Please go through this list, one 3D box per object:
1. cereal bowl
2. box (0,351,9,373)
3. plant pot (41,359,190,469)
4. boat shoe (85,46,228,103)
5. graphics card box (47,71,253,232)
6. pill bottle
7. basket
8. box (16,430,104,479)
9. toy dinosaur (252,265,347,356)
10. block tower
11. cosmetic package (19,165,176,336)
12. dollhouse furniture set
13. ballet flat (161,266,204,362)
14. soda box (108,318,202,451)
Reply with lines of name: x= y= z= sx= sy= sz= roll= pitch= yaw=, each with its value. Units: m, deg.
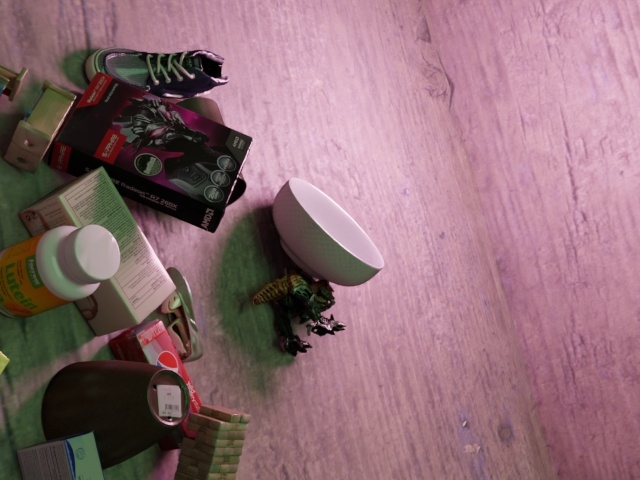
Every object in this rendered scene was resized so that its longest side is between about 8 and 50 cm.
cereal bowl: x=0.000 y=0.000 z=2.417 sx=0.339 sy=0.141 sz=0.339 roll=40 pitch=14 yaw=-12
box: x=-0.630 y=0.190 z=1.595 sx=0.178 sy=0.042 sz=0.109 roll=52 pitch=39 yaw=-28
plant pot: x=-0.362 y=0.314 z=1.747 sx=0.215 sy=0.231 sz=0.215 roll=28 pitch=54 yaw=-46
boat shoe: x=-0.362 y=-0.394 z=2.129 sx=0.341 sy=0.158 sz=0.127 roll=-6 pitch=80 yaw=-55
graphics card box: x=-0.348 y=-0.186 z=1.953 sx=0.371 sy=0.094 sz=0.232 roll=24 pitch=49 yaw=-7
pill bottle: x=-0.482 y=0.051 z=1.683 sx=0.136 sy=0.246 sz=0.136 roll=28 pitch=53 yaw=-46
basket: x=-0.275 y=-0.204 z=2.162 sx=0.154 sy=0.204 sz=0.226 roll=-7 pitch=71 yaw=-26
box: x=-0.457 y=0.414 z=1.650 sx=0.072 sy=0.137 sz=0.126 roll=-7 pitch=81 yaw=-56
toy dinosaur: x=-0.065 y=0.163 z=2.348 sx=0.322 sy=0.164 sz=0.218 roll=-7 pitch=66 yaw=-37
block tower: x=-0.237 y=0.503 z=1.865 sx=0.091 sy=0.097 sz=0.335 roll=18 pitch=82 yaw=-53
cosmetic package: x=-0.441 y=0.024 z=1.858 sx=0.296 sy=0.129 sz=0.153 roll=62 pitch=34 yaw=-14
dollhouse furniture set: x=-0.596 y=-0.246 z=1.794 sx=0.184 sy=0.129 sz=0.129 roll=28 pitch=50 yaw=-15
ballet flat: x=-0.310 y=0.163 z=2.030 sx=0.068 sy=0.072 sz=0.213 roll=-17 pitch=90 yaw=-51
soda box: x=-0.328 y=0.299 z=1.921 sx=0.083 sy=0.092 sz=0.263 roll=-35 pitch=105 yaw=-51
